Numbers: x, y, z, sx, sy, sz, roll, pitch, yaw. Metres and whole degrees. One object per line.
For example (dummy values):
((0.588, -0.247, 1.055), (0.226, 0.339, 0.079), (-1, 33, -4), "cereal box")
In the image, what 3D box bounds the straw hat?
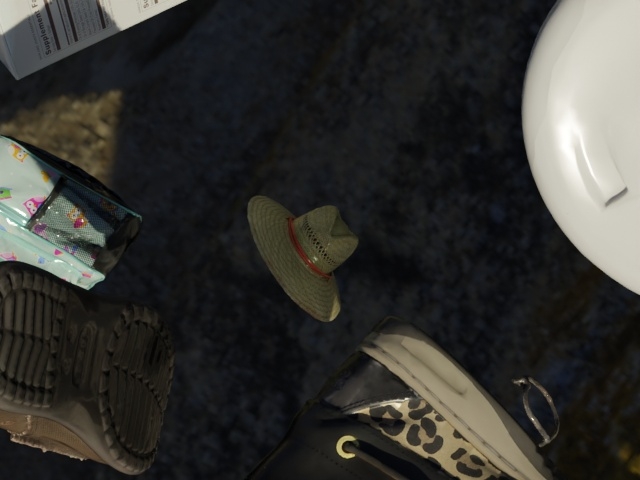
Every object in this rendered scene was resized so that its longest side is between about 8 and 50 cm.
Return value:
((0.000, 0.000, 1.349), (0.061, 0.144, 0.144), (-32, 47, 19), "straw hat")

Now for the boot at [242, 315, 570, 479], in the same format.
((0.070, 0.268, 0.990), (0.284, 0.138, 0.377), (-38, 77, -12), "boot")

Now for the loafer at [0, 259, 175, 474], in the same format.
((-0.221, 0.090, 1.152), (0.130, 0.366, 0.133), (6, 71, 19), "loafer")

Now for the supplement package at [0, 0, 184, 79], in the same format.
((-0.230, -0.323, 1.371), (0.263, 0.198, 0.199), (-29, 49, -19), "supplement package")

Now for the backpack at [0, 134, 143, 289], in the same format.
((-0.296, -0.020, 1.497), (0.144, 0.188, 0.166), (-52, 10, -15), "backpack")

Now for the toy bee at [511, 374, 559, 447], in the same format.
((0.112, 0.241, 1.270), (0.162, 0.298, 0.195), (-26, 80, 23), "toy bee")

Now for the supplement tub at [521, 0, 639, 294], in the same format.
((0.276, -0.112, 0.904), (0.228, 0.228, 0.316), (-17, 14, 34), "supplement tub")
